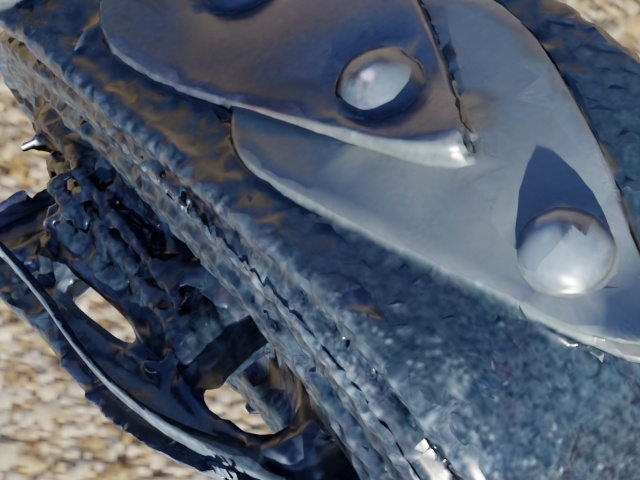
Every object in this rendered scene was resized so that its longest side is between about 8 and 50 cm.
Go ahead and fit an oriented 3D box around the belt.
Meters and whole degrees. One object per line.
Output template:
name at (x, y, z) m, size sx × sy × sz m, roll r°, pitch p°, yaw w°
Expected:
belt at (0.001, 0.000, 0.452) m, size 0.128 × 0.122 × 0.218 m, roll -35°, pitch 45°, yaw -16°
